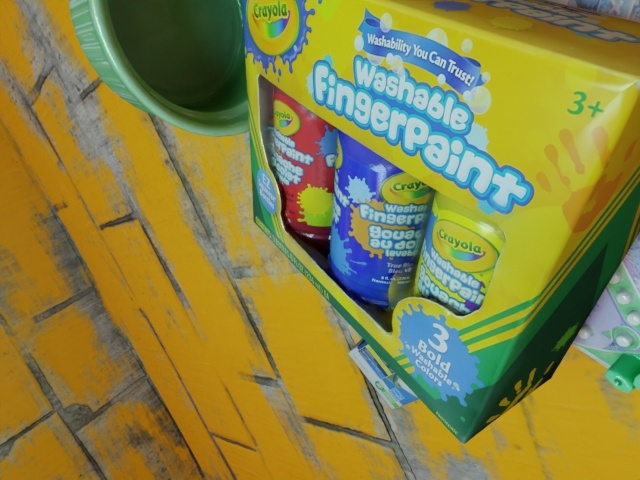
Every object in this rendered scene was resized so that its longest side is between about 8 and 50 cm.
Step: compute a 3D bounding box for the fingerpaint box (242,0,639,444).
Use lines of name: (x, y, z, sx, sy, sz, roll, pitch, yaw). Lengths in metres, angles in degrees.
fingerpaint box: (0.084, -0.077, 0.509, 0.445, 0.163, 0.372, 44, 143, 38)

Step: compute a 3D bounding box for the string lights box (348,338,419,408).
string lights box: (0.171, 0.180, 0.767, 0.133, 0.076, 0.260, 50, 139, 7)

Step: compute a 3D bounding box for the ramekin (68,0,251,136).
ramekin: (-0.172, -0.300, 0.613, 0.148, 0.303, 0.304, 20, 129, 44)

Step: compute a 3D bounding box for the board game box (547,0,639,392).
board game box: (0.241, -0.067, 0.471, 0.390, 0.050, 0.390, 38, 139, 43)
